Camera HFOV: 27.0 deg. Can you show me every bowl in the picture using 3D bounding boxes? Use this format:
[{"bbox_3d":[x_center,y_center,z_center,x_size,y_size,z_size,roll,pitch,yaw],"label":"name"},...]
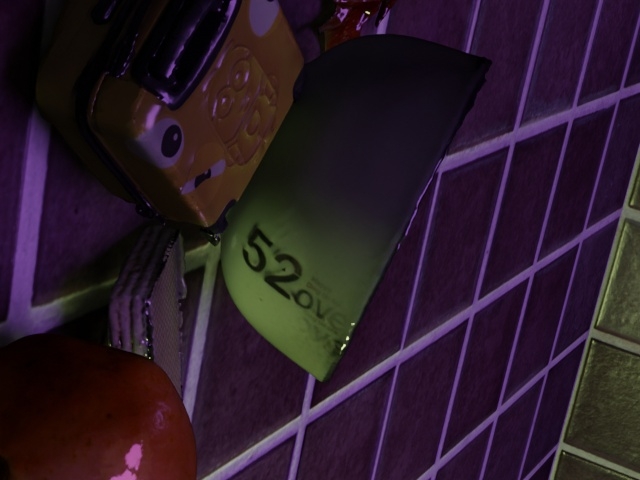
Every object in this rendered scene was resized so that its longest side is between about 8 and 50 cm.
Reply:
[{"bbox_3d":[0.006,-0.058,1.293,0.354,0.185,0.354,-62,179,-2],"label":"bowl"}]

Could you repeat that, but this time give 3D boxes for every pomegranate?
[{"bbox_3d":[-0.204,0.173,1.070,0.209,0.209,0.209,-46,147,-43],"label":"pomegranate"}]

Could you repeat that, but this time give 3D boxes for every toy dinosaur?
[{"bbox_3d":[0.071,-0.247,1.449,0.327,0.113,0.206,-68,156,-2],"label":"toy dinosaur"}]

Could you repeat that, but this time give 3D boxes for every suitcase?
[{"bbox_3d":[-0.123,-0.131,1.078,0.194,0.143,0.235,-62,156,-17],"label":"suitcase"}]

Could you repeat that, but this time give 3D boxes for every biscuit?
[{"bbox_3d":[-0.161,0.125,1.244,0.150,0.052,0.252,-79,171,-61],"label":"biscuit"}]
